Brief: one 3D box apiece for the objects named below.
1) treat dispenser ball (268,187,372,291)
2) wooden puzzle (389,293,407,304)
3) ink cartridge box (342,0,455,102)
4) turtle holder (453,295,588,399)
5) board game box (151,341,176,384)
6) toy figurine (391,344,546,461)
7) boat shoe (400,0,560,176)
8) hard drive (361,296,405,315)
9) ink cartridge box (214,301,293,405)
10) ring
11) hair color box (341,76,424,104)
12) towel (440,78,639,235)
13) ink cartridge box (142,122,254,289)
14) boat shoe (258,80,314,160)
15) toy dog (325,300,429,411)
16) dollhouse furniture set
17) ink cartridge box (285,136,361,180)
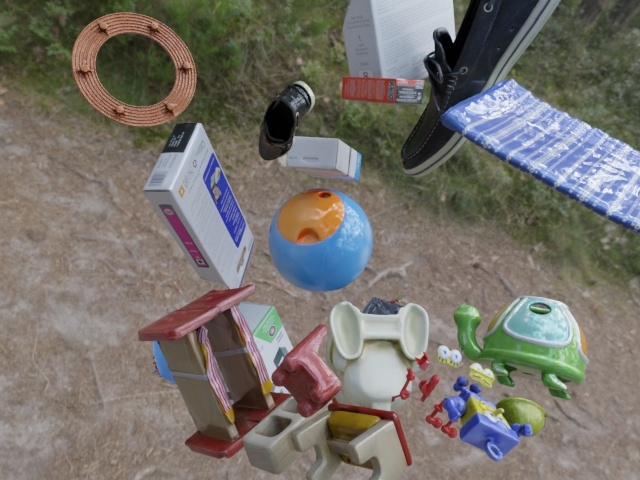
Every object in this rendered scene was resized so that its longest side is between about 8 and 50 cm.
[{"bbox_3d":[0.000,0.000,1.426,0.288,0.288,0.288,17,37,-14],"label":"treat dispenser ball"},{"bbox_3d":[0.227,0.171,1.508,0.006,0.049,0.083,63,0,1],"label":"wooden puzzle"},{"bbox_3d":[0.153,-0.511,1.037,0.091,0.385,0.308,11,36,40],"label":"ink cartridge box"},{"bbox_3d":[0.541,0.273,1.383,0.243,0.320,0.227,29,70,-36],"label":"turtle holder"},{"bbox_3d":[-0.417,0.321,1.377,0.033,0.168,0.133,-21,57,2],"label":"board game box"},{"bbox_3d":[0.349,0.413,1.111,0.363,0.191,0.217,32,16,-13],"label":"toy figurine"},{"bbox_3d":[0.273,-0.343,1.009,0.156,0.500,0.186,22,39,-9],"label":"boat shoe"},{"bbox_3d":[0.209,0.333,1.904,0.172,0.054,0.254,15,51,29],"label":"hard drive"},{"bbox_3d":[-0.164,0.336,1.329,0.122,0.289,0.211,1,37,31],"label":"ink cartridge box"},{"bbox_3d":[-0.521,-0.489,1.467,0.337,0.032,0.336,3,82,-25],"label":"ring"},{"bbox_3d":[0.109,-0.269,0.927,0.072,0.043,0.141,-10,22,-37],"label":"hair color box"},{"bbox_3d":[0.369,-0.138,0.769,0.336,0.040,0.243,37,44,23],"label":"towel"},{"bbox_3d":[-0.233,-0.046,1.076,0.069,0.371,0.175,1,53,16],"label":"ink cartridge box"},{"bbox_3d":[-0.051,-0.134,0.613,0.049,0.133,0.042,44,58,-1],"label":"boat shoe"},{"bbox_3d":[0.157,0.399,1.564,0.285,0.408,0.395,-6,65,-11],"label":"toy dog"},{"bbox_3d":[-0.058,0.174,0.677,0.152,0.374,0.201,-29,105,-45],"label":"dollhouse furniture set"},{"bbox_3d":[0.013,-0.213,1.366,0.140,0.082,0.191,8,-1,21],"label":"ink cartridge box"}]
